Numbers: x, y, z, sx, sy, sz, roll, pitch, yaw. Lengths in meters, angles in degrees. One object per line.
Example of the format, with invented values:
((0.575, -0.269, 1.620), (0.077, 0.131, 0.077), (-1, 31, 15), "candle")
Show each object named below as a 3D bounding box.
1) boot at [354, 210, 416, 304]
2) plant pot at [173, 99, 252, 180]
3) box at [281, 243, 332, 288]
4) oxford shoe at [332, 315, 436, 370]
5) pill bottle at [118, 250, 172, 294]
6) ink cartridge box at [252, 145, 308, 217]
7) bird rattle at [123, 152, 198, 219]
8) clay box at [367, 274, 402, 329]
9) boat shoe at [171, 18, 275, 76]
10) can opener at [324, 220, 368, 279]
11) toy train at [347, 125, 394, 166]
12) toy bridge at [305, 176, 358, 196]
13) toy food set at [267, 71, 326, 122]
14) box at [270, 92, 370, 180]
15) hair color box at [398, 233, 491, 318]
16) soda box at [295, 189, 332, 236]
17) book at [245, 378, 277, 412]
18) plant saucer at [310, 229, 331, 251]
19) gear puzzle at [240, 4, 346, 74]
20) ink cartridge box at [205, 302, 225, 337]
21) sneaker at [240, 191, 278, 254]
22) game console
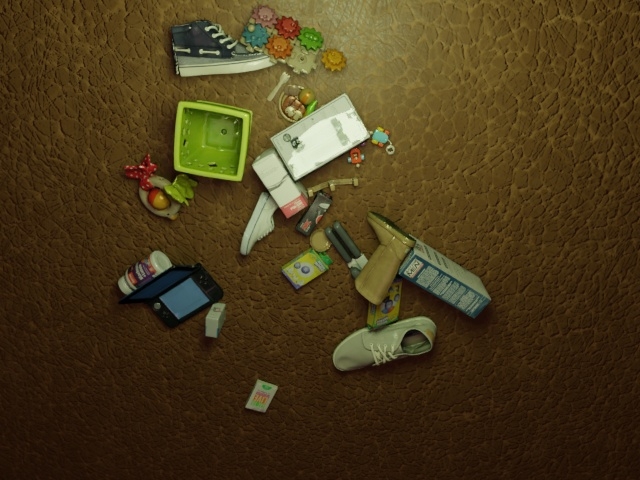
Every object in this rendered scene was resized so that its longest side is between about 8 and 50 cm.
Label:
((0.195, 0.057, 1.774), (0.089, 0.236, 0.270), (11, 115, -47), "boot")
((-0.343, -0.344, 1.623), (0.228, 0.207, 0.227), (10, 112, -3), "plant pot")
((-0.050, 0.100, 1.893), (0.179, 0.043, 0.105), (-35, 108, 13), "box")
((0.256, 0.432, 1.981), (0.449, 0.130, 0.169), (-20, 113, 11), "oxford shoe")
((-0.679, 0.131, 1.883), (0.193, 0.108, 0.108), (-32, 109, 13), "pill bottle")
((-0.136, -0.209, 1.701), (0.092, 0.159, 0.218), (-32, 109, 11), "ink cartridge box")
((-0.584, -0.174, 1.750), (0.253, 0.143, 0.207), (19, 128, -4), "bird rattle")
((0.251, 0.248, 1.911), (0.127, 0.053, 0.222), (-14, 117, -32), "clay box")
((-0.312, -0.619, 1.548), (0.340, 0.127, 0.158), (-4, 119, 3), "boat shoe")
((0.117, 0.060, 1.842), (0.076, 0.095, 0.283), (-31, 115, 13), "can opener")
((0.170, -0.333, 1.706), (0.166, 0.046, 0.125), (-13, 113, 10), "toy train")
((0.038, -0.197, 1.751), (0.188, 0.063, 0.026), (-13, 113, -4), "toy bridge")
((-0.080, -0.464, 1.657), (0.192, 0.038, 0.132), (35, 109, -13), "toy food set")
((0.001, -0.338, 1.629), (0.289, 0.087, 0.169), (-31, 91, 4), "box")
((0.450, 0.132, 1.824), (0.347, 0.174, 0.105), (31, 111, -11), "hair color box")
((-0.024, -0.102, 1.801), (0.060, 0.053, 0.169), (31, 111, -11), "soda box")
((-0.260, 0.686, 2.152), (0.096, 0.035, 0.144), (22, 110, -12), "book")
((0.000, 0.000, 1.851), (0.083, 0.015, 0.084), (0, 90, -11), "plant saucer")
((-0.073, -0.619, 1.538), (0.338, 0.044, 0.176), (23, 71, -8), "gear puzzle")
((-0.418, 0.316, 1.949), (0.052, 0.122, 0.089), (9, 112, 2), "ink cartridge box")
((-0.221, -0.049, 1.805), (0.091, 0.094, 0.258), (24, 111, -4), "sneaker")
((-0.569, 0.224, 1.886), (0.293, 0.173, 0.250), (-31, 109, 14), "game console")
